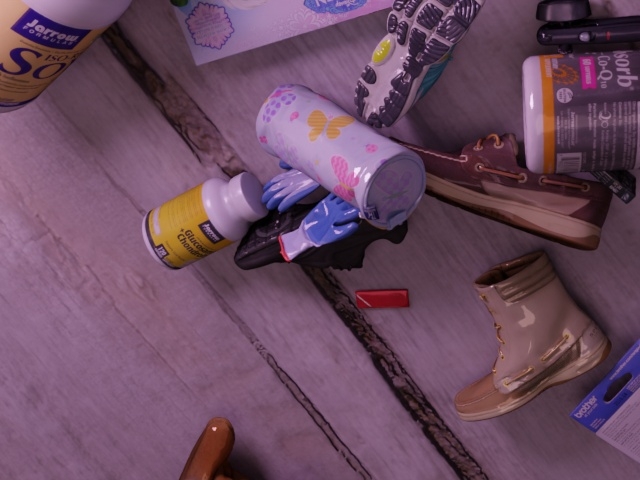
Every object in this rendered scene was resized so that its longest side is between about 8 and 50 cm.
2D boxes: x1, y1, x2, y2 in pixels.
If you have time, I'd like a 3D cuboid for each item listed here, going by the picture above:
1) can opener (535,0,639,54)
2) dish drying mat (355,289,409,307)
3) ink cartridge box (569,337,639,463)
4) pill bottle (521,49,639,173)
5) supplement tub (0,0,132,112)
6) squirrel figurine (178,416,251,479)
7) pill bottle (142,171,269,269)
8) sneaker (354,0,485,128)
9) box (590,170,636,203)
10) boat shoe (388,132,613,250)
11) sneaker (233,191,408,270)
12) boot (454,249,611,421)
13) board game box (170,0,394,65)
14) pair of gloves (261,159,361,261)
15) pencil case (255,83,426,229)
[{"bbox_3d":[0.381,-0.283,1.726,0.186,0.059,0.073,4,127,12],"label":"can opener"},{"bbox_3d":[0.097,0.092,2.016,0.083,0.008,0.032,-1,115,15],"label":"dish drying mat"},{"bbox_3d":[0.558,0.279,1.964,0.311,0.065,0.186,32,119,-6],"label":"ink cartridge box"},{"bbox_3d":[0.410,-0.173,1.711,0.278,0.162,0.162,-3,115,7],"label":"pill bottle"},{"bbox_3d":[-0.401,-0.351,1.761,0.241,0.241,0.331,47,128,-11],"label":"supplement tub"},{"bbox_3d":[-0.099,0.557,2.193,0.370,0.281,0.397,23,134,-9],"label":"squirrel figurine"},{"bbox_3d":[-0.174,-0.033,1.967,0.184,0.103,0.103,-26,107,24],"label":"pill bottle"},{"bbox_3d":[0.142,-0.274,1.766,0.107,0.110,0.275,46,126,13],"label":"sneaker"},{"bbox_3d":[0.407,-0.095,1.810,0.083,0.067,0.018,39,119,-8],"label":"box"},{"bbox_3d":[0.249,-0.096,1.838,0.342,0.123,0.123,21,90,9],"label":"boat shoe"},{"bbox_3d":[0.000,0.000,1.945,0.286,0.109,0.130,-20,118,25],"label":"sneaker"},{"bbox_3d":[0.277,0.146,1.948,0.262,0.095,0.203,-30,106,23],"label":"boot"},{"bbox_3d":[-0.082,-0.432,1.764,0.319,0.066,0.318,-14,112,21],"label":"board game box"},{"bbox_3d":[-0.009,-0.066,1.879,0.159,0.198,0.023,-32,138,11],"label":"pair of gloves"},{"bbox_3d":[0.026,-0.120,1.794,0.273,0.113,0.124,37,160,40],"label":"pencil case"}]
